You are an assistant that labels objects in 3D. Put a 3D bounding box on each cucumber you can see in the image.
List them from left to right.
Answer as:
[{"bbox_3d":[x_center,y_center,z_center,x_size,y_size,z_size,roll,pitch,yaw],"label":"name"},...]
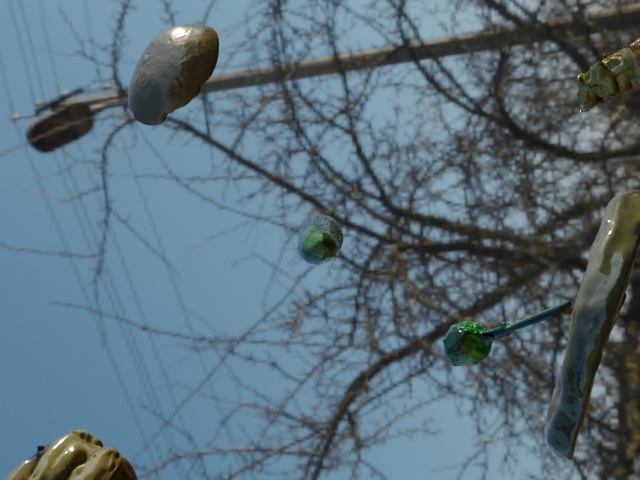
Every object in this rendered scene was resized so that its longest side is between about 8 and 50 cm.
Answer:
[{"bbox_3d":[0.000,0.000,1.259,0.250,0.056,0.056,-55,-41,-84],"label":"cucumber"}]

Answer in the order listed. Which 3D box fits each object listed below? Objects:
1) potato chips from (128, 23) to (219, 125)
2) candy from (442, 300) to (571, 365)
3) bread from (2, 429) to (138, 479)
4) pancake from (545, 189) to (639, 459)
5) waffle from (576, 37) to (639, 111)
[{"bbox_3d":[-0.255,-0.287,1.651,0.062,0.195,0.208,47,-113,-40],"label":"potato chips"},{"bbox_3d":[0.363,0.172,1.940,0.097,0.323,0.097,16,-119,-32],"label":"candy"},{"bbox_3d":[-0.284,0.410,0.973,0.370,0.191,0.314,-38,-51,-37],"label":"bread"},{"bbox_3d":[0.286,0.083,1.045,0.294,0.049,0.294,18,-90,-75],"label":"pancake"},{"bbox_3d":[0.298,-0.167,0.903,0.046,0.192,0.160,64,167,-5],"label":"waffle"}]
